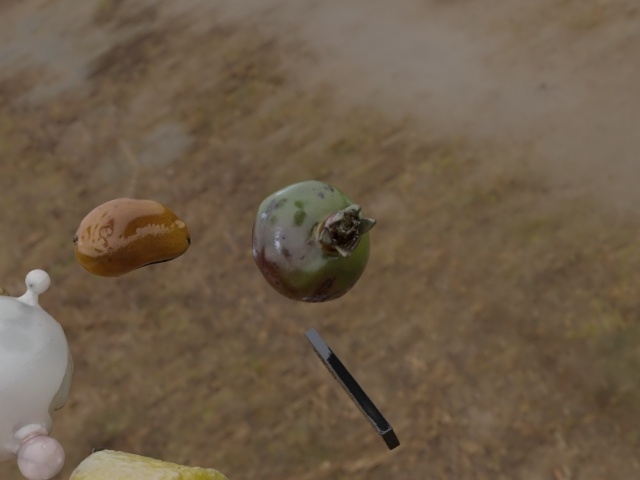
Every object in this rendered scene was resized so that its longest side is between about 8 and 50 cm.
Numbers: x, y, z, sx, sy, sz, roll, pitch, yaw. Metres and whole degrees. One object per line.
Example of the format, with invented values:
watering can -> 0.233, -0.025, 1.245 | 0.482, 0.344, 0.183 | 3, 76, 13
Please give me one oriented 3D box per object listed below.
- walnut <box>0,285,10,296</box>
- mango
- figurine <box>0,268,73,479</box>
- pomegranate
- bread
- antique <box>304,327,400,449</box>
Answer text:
walnut -> -0.401, 0.088, 1.914 | 0.149, 0.166, 0.166 | -25, 22, -22
mango -> -0.262, -0.007, 2.452 | 0.159, 0.105, 0.084 | -11, 4, -33
figurine -> -0.298, 0.137, 1.449 | 0.182, 0.144, 0.257 | -2, 47, 50
pomegranate -> 0.002, 0.007, 1.838 | 0.129, 0.129, 0.159 | -38, 34, -17
bread -> -0.183, 0.317, 1.878 | 0.170, 0.197, 0.197 | 16, 45, 22
antique -> 0.031, 0.152, 1.855 | 0.015, 0.031, 0.192 | -32, 39, -7
